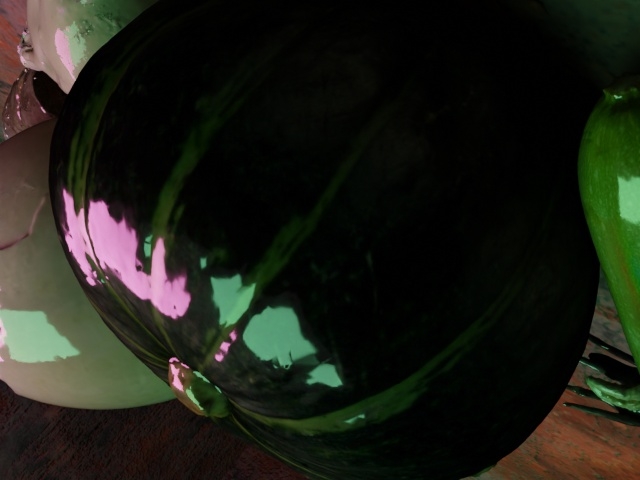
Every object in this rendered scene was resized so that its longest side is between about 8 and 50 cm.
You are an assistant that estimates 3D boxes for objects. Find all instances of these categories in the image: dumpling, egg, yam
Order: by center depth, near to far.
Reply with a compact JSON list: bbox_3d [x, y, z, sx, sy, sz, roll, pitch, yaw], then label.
[{"bbox_3d":[-0.135,-0.160,0.647,0.199,0.136,0.118,-19,86,48],"label":"dumpling"},{"bbox_3d":[-0.210,0.020,0.877,0.278,0.336,0.279,171,90,-90],"label":"egg"},{"bbox_3d":[-0.277,-0.148,0.997,0.107,0.107,0.183,45,160,-17],"label":"yam"}]

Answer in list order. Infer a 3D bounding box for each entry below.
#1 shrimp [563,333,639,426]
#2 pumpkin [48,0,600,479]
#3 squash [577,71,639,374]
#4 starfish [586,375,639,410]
[{"bbox_3d":[0.281,0.143,0.532,0.343,0.116,0.145,26,156,24],"label":"shrimp"},{"bbox_3d":[0.000,0.000,0.545,0.323,0.241,0.323,39,166,12],"label":"pumpkin"},{"bbox_3d":[0.172,0.001,0.444,0.095,0.095,0.188,21,155,47],"label":"squash"},{"bbox_3d":[0.228,0.052,0.409,0.050,0.216,0.224,-93,-2,-63],"label":"starfish"}]
